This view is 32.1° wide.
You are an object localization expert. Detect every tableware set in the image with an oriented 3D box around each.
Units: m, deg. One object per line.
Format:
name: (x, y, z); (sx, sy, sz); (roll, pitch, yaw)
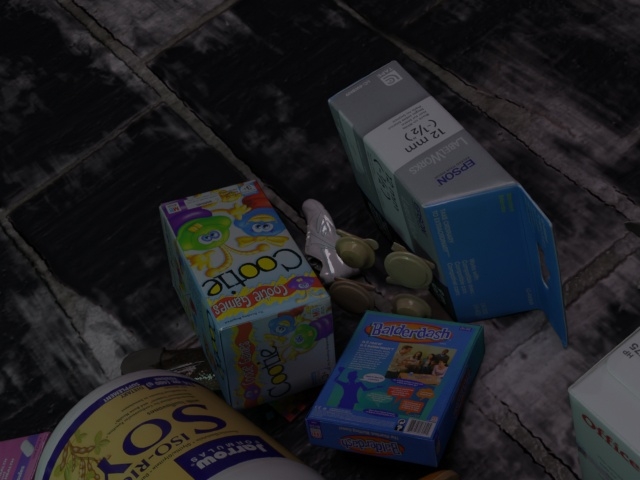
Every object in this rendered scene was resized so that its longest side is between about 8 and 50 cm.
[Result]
tableware set: (0.077, 0.053, 1.416); (0.141, 0.169, 0.020); (17, 50, 16)

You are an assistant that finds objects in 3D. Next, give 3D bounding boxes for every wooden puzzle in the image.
wooden puzzle: (-0.036, 0.204, 1.434); (0.083, 0.006, 0.049); (-42, 52, -16)

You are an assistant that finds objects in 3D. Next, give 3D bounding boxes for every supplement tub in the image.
supplement tub: (-0.118, 0.295, 1.110); (0.241, 0.241, 0.331); (-44, 38, -17)

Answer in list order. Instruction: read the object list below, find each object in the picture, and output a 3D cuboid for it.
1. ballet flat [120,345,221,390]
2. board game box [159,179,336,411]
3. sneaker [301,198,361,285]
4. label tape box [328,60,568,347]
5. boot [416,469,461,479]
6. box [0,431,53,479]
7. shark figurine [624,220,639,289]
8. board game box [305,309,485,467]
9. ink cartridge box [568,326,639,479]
ballet flat: (-0.141, 0.173, 1.470); (0.249, 0.058, 0.084); (-6, 33, 7)
board game box: (-0.097, 0.064, 1.432); (0.142, 0.144, 0.275); (-16, 39, -15)
sneaker: (0.000, 0.000, 1.554); (0.061, 0.054, 0.152); (-29, 50, -2)
label tape box: (0.160, -0.027, 1.390); (0.115, 0.249, 0.348); (-30, 50, -6)
boot: (-0.007, 0.310, 1.280); (0.295, 0.104, 0.211); (-37, 47, -14)
box: (-0.385, 0.357, 1.304); (0.243, 0.117, 0.214); (-17, 46, 37)
shark figurine: (0.509, 0.038, 1.316); (0.166, 0.116, 0.278); (-35, 52, -12)
board game box: (0.095, 0.173, 1.348); (0.160, 0.047, 0.210); (6, 37, 23)
ink cartridge box: (0.392, 0.216, 1.107); (0.197, 0.270, 0.198); (-37, 51, -12)
